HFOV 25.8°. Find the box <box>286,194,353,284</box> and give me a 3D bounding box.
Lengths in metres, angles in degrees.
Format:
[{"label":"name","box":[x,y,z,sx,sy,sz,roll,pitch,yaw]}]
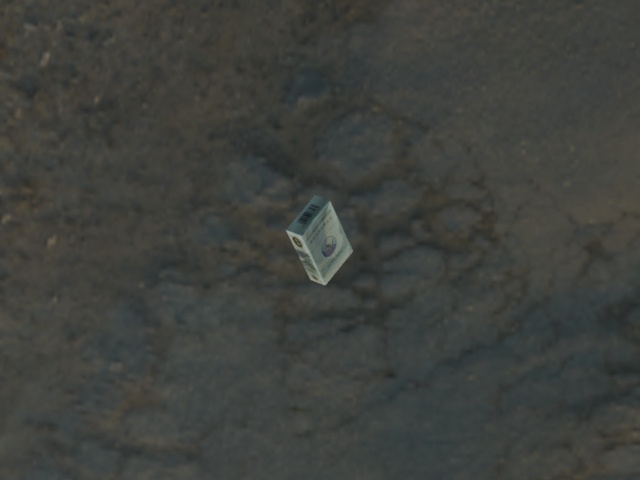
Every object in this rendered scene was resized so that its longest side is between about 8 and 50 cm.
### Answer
[{"label":"box","box":[0.000,0.000,1.456,0.024,0.054,0.083,19,149,36]}]
